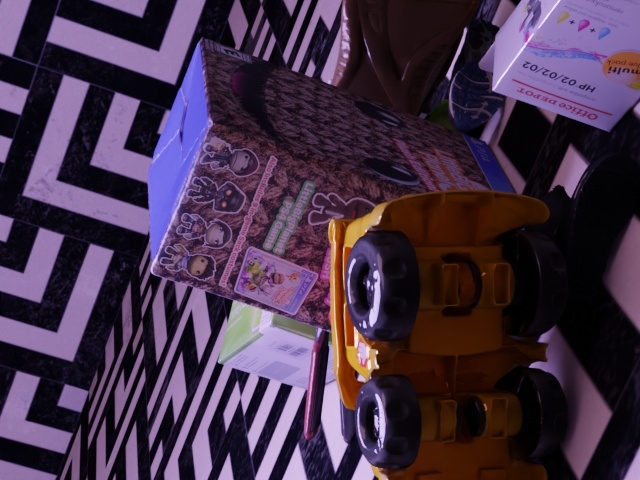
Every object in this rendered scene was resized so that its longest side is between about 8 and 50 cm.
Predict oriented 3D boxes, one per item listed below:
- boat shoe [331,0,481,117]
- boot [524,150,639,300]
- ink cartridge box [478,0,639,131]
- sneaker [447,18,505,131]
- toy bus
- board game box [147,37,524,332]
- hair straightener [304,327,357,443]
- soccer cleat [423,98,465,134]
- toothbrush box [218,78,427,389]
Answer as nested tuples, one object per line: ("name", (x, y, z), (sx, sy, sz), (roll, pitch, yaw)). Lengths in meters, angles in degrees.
("boat shoe", (0.079, -0.202, 1.557), (0.123, 0.123, 0.342), (-69, -4, -69))
("boot", (0.190, -0.018, 1.209), (0.099, 0.045, 0.121), (-119, 45, -71))
("ink cartridge box", (0.198, -0.147, 1.211), (0.181, 0.104, 0.061), (124, 159, -51))
("sneaker", (0.146, -0.146, 1.545), (0.058, 0.052, 0.135), (118, 173, -50))
("toy bus", (0.070, 0.078, 1.212), (0.211, 0.149, 0.220), (175, 94, -65))
("board game box", (0.010, -0.033, 1.406), (0.232, 0.291, 0.141), (-106, 37, -65))
("hair straightener", (0.038, 0.089, 1.604), (0.047, 0.089, 0.230), (-7, -77, -75))
("soccer cleat", (0.093, -0.062, 1.630), (0.179, 0.060, 0.072), (-56, 10, 30))
("toothbrush box", (0.000, 0.000, 1.767), (0.206, 0.122, 0.283), (142, 145, -66))
